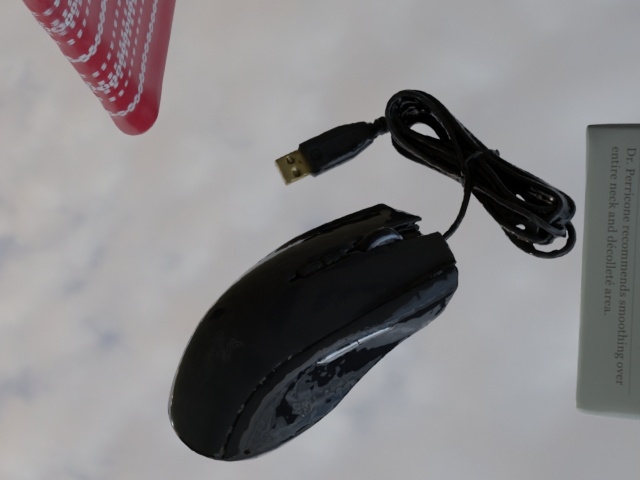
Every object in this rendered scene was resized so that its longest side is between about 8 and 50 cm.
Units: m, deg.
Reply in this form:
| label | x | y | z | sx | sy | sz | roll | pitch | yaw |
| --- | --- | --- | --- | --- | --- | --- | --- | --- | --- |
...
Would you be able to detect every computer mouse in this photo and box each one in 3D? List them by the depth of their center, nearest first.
| label | x | y | z | sx | sy | sz | roll | pitch | yaw |
| --- | --- | --- | --- | --- | --- | --- | --- | --- | --- |
| computer mouse | 0.000 | 0.000 | 0.813 | 0.262 | 0.060 | 0.184 | -33 | -133 | -8 |

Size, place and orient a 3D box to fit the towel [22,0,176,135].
| label | x | y | z | sx | sy | sz | roll | pitch | yaw |
| --- | --- | --- | --- | --- | --- | --- | --- | --- | --- |
| towel | -0.106 | -0.183 | 0.592 | 0.031 | 0.275 | 0.199 | 3 | -108 | 12 |

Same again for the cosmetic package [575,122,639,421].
| label | x | y | z | sx | sy | sz | roll | pitch | yaw |
| --- | --- | --- | --- | --- | --- | --- | --- | --- | --- |
| cosmetic package | 0.521 | 0.036 | 1.568 | 0.393 | 0.327 | 0.330 | 4 | -86 | 25 |
